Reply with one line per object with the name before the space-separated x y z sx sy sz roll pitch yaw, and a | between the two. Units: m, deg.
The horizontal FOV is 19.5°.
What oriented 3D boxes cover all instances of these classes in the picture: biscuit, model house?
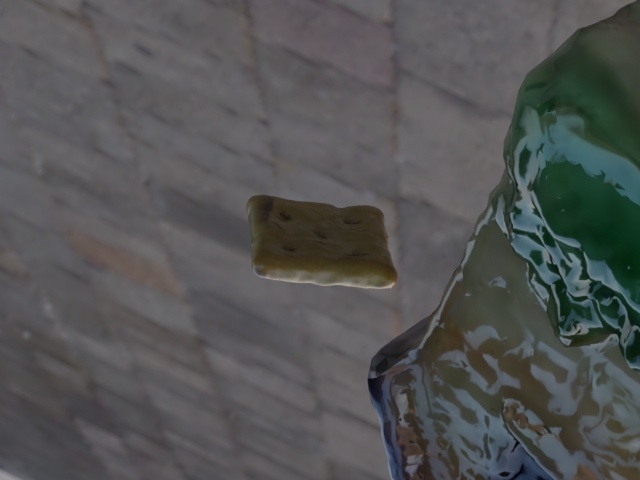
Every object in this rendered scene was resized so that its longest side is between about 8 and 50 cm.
biscuit | 0.000 0.000 1.042 0.081 0.083 0.018 6 118 -8
model house | 0.193 0.088 0.683 0.312 0.245 0.280 42 136 17
